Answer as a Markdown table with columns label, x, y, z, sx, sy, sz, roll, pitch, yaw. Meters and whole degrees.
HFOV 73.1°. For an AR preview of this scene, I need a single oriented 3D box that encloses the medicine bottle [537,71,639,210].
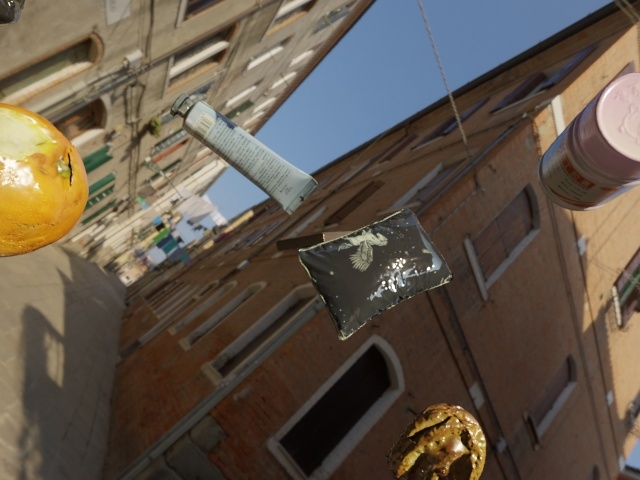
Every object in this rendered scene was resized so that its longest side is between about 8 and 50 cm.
| label | x | y | z | sx | sy | sz | roll | pitch | yaw |
| --- | --- | --- | --- | --- | --- | --- | --- | --- | --- |
| medicine bottle | 0.642 | -0.202 | 0.967 | 0.202 | 0.202 | 0.316 | 44 | -5 | 15 |

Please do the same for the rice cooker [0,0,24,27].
| label | x | y | z | sx | sy | sz | roll | pitch | yaw |
| --- | --- | --- | --- | --- | --- | --- | --- | --- | --- |
| rice cooker | -0.468 | -0.336 | 0.540 | 0.203 | 0.118 | 0.142 | -151 | -133 | -76 |

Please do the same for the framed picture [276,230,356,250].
| label | x | y | z | sx | sy | sz | roll | pitch | yaw |
| --- | --- | --- | --- | --- | --- | --- | --- | --- | --- |
| framed picture | 0.000 | 0.000 | 0.987 | 0.127 | 0.168 | 0.023 | -10 | -93 | 33 |

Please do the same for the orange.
| label | x | y | z | sx | sy | sz | roll | pitch | yaw |
| --- | --- | --- | --- | --- | --- | --- | --- | --- | --- |
| orange | -0.499 | -0.091 | 0.681 | 0.240 | 0.240 | 0.240 | 40 | -24 | 22 |

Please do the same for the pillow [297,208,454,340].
| label | x | y | z | sx | sy | sz | roll | pitch | yaw |
| --- | --- | --- | --- | --- | --- | --- | --- | --- | --- |
| pillow | 0.084 | 0.038 | 0.638 | 0.141 | 0.208 | 0.055 | 62 | -21 | 9 |

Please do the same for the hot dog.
| label | x | y | z | sx | sy | sz | roll | pitch | yaw |
| --- | --- | --- | --- | --- | --- | --- | --- | --- | --- |
| hot dog | 0.082 | 0.157 | 0.316 | 0.058 | 0.035 | 0.083 | 32 | -63 | 7 |

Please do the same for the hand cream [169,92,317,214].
| label | x | y | z | sx | sy | sz | roll | pitch | yaw |
| --- | --- | --- | --- | --- | --- | --- | --- | --- | --- |
| hand cream | -0.136 | -0.152 | 0.756 | 0.271 | 0.058 | 0.091 | 36 | -59 | -13 |
